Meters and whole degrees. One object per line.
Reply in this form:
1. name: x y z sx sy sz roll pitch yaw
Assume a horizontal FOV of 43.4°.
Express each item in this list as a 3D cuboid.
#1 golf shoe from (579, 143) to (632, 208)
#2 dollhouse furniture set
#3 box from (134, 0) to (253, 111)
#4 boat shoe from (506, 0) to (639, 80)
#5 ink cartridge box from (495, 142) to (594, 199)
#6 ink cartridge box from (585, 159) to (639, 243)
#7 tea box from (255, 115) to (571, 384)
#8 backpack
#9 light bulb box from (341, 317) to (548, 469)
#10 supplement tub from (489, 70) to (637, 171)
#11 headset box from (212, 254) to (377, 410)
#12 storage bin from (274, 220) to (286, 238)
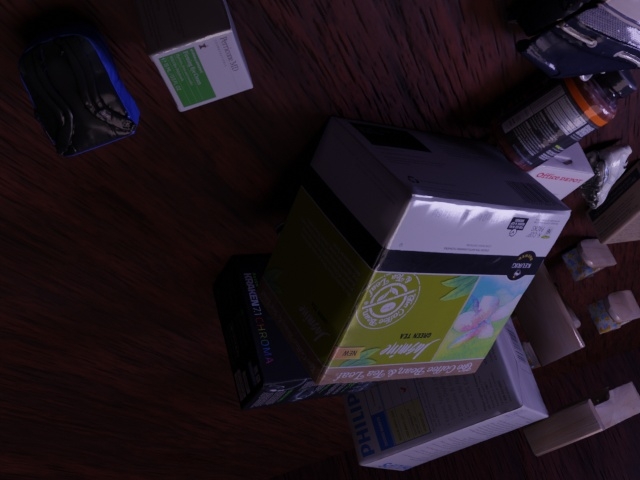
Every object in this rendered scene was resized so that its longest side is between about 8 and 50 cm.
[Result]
1. golf shoe: 0.528 -0.118 1.480 0.086 0.069 0.176 -26 158 -3
2. dollhouse furniture set: 0.523 0.247 1.814 0.256 0.394 0.362 -3 154 -48
3. box: -0.130 -0.209 0.829 0.087 0.102 0.101 -19 154 0
4. boat shoe: 0.392 -0.268 1.041 0.340 0.127 0.158 14 148 -36
5. ink cartridge box: 0.335 -0.097 1.369 0.148 0.086 0.203 3 147 -36
6. ink cartridge box: 0.691 -0.083 1.621 0.234 0.088 0.193 -5 151 -22
7. tea box: 0.132 0.021 1.206 0.328 0.220 0.324 2 124 -36
8. backpack: -0.258 -0.165 0.845 0.097 0.101 0.120 -22 123 1
9. light bulb box: 0.238 0.266 1.731 0.361 0.358 0.225 -26 152 20
10. supplement tub: 0.352 -0.192 1.167 0.198 0.106 0.106 -34 150 32
11. headset box: -0.025 0.158 1.473 0.282 0.247 0.131 -2 151 -28
12. storage bin: 0.000 0.000 1.351 0.135 0.091 0.098 -27 153 18
